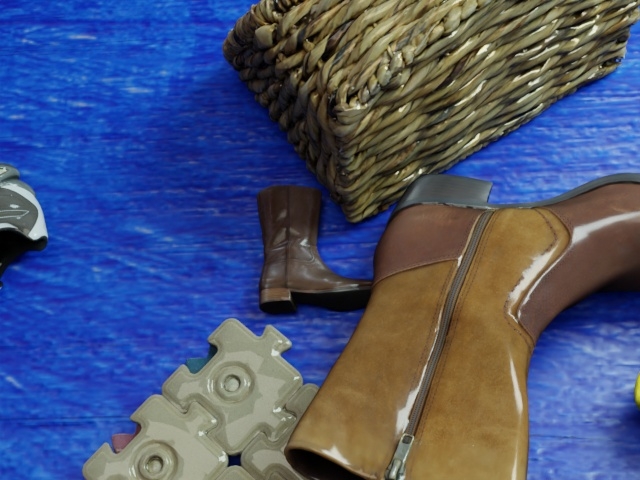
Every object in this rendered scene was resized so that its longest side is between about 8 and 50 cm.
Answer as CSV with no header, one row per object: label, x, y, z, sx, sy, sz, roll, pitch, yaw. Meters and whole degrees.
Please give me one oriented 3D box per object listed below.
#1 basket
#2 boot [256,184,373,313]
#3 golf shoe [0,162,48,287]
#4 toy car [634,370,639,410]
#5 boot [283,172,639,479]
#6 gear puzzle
basket,0.077,-0.201,0.769,0.299,0.213,0.223,-31,65,-8
boot,0.000,0.000,0.783,0.107,0.037,0.114,-2,59,4
golf shoe,-0.314,0.019,0.787,0.198,0.077,0.094,-36,66,-10
toy car,0.354,0.152,0.652,0.225,0.053,0.239,-23,64,-5
boot,0.142,0.061,0.638,0.264,0.096,0.280,11,41,13
gear puzzle,0.008,0.210,0.677,0.339,0.044,0.175,38,72,19
